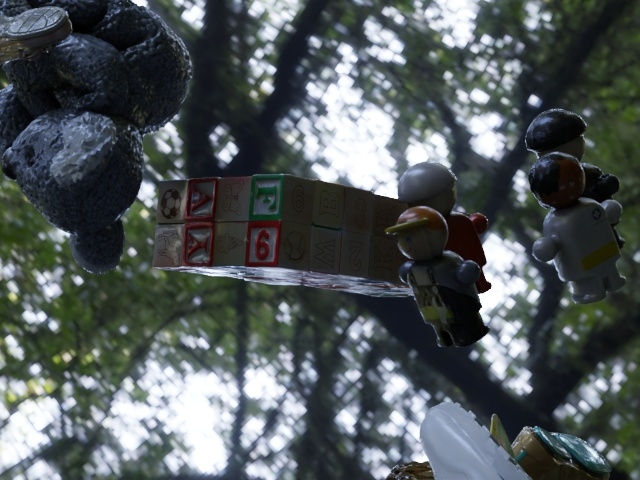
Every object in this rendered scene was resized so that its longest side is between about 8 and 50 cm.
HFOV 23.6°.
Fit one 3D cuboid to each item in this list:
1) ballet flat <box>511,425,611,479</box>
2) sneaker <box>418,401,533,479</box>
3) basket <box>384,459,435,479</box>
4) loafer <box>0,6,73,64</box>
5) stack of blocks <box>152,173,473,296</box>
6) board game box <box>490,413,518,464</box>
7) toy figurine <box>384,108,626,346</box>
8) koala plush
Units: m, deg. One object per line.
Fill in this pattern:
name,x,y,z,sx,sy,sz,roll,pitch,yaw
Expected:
ballet flat,0.285,0.275,1.884,0.073,0.080,0.232,-46,-34,12
sneaker,0.118,0.202,0.971,0.095,0.235,0.090,-40,-38,5
basket,0.148,0.360,1.389,0.213,0.299,0.223,-64,-8,24
loafer,-0.247,-0.167,1.276,0.045,0.125,0.039,-53,-51,-36
stack of blocks,0.000,0.000,1.534,0.297,0.171,0.087,10,-98,-47
board game box,0.155,0.265,1.181,0.039,0.124,0.259,-9,-55,16
toy figurine,0.170,-0.016,1.403,0.213,0.209,0.148,-19,-79,15
koala plush,-0.214,-0.097,1.396,0.203,0.221,0.196,-3,-39,-6
